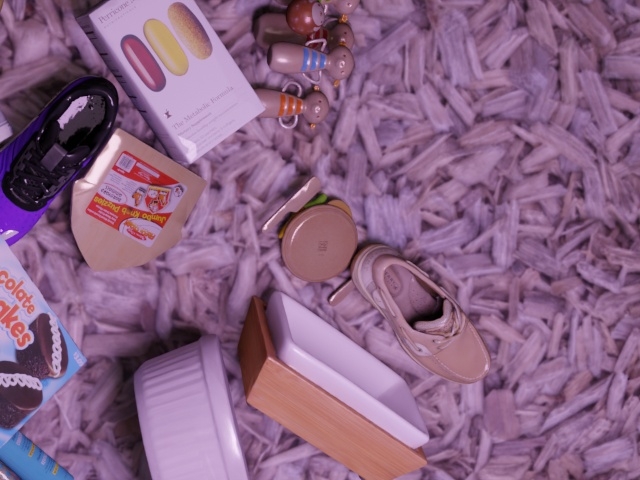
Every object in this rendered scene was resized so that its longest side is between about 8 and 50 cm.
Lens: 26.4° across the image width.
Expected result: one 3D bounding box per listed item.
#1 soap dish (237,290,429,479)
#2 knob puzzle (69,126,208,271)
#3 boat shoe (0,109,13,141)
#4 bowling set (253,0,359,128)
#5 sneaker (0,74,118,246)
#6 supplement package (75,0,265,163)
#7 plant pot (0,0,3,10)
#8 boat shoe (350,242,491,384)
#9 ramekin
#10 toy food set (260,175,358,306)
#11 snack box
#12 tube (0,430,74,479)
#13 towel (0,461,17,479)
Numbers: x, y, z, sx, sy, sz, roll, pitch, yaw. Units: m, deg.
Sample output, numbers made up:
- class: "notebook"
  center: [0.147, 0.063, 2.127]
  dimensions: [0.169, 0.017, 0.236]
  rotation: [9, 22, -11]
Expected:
- class: "soap dish"
  center: [0.010, 0.218, 1.996]
  dimensions: [0.291, 0.229, 0.118]
  rotation: [35, 102, -18]
- class: "knob puzzle"
  center: [-0.279, -0.044, 1.954]
  dimensions: [0.213, 0.030, 0.213]
  rotation: [-12, 116, -26]
- class: "boat shoe"
  center: [-0.533, -0.125, 1.852]
  dimensions: [0.227, 0.079, 0.081]
  rotation: [-30, 96, -18]
- class: "bowling set"
  center: [0.000, -0.292, 1.942]
  dimensions: [0.154, 0.200, 0.287]
  rotation: [3, 100, -20]
- class: "sneaker"
  center: [-0.378, -0.109, 1.861]
  dimensions: [0.102, 0.146, 0.293]
  rotation: [38, 84, -18]
- class: "supplement package"
  center: [-0.211, -0.247, 1.905]
  dimensions: [0.139, 0.134, 0.244]
  rotation: [-38, 106, -11]
- class: "plant pot"
  center: [-0.487, -0.335, 1.825]
  dimensions: [0.134, 0.095, 0.134]
  rotation: [-2, 98, -17]
- class: "boat shoe"
  center: [0.168, 0.124, 2.086]
  dimensions: [0.109, 0.098, 0.302]
  rotation: [-47, 115, -9]
- class: "ramekin"
  center: [-0.178, 0.275, 1.922]
  dimensions: [0.127, 0.273, 0.272]
  rotation: [-13, 101, -4]
- class: "toy food set"
  center: [0.000, 0.000, 2.061]
  dimensions: [0.132, 0.038, 0.192]
  rotation: [-42, 118, -3]
- class: "snack box"
  center: [-0.468, 0.103, 1.824]
  dimensions: [0.187, 0.060, 0.322]
  rotation: [-47, 123, -30]
- class: "tube"
  center: [-0.439, 0.291, 1.934]
  dimensions: [0.052, 0.080, 0.207]
  rotation: [-41, 111, 5]
- class: "towel"
  center: [-0.533, 0.354, 1.847]
  dimensions: [0.271, 0.040, 0.370]
  rotation: [-33, 105, 23]
